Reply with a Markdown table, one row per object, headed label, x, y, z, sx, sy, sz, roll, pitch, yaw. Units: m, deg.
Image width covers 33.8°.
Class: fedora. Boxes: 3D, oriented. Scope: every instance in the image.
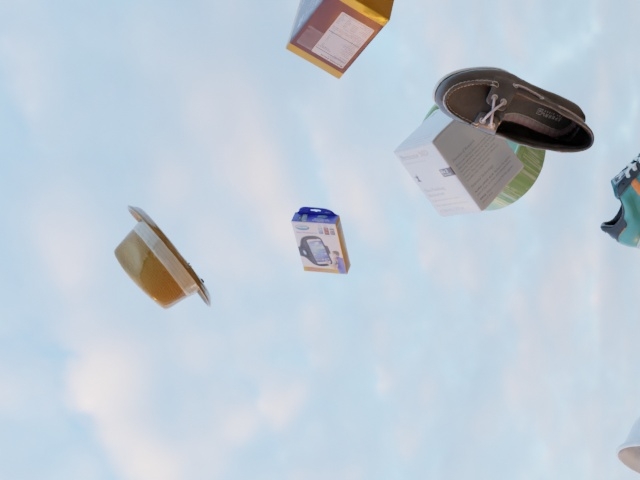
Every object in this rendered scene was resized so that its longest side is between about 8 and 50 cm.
| label | x | y | z | sx | sy | sz | roll | pitch | yaw |
| --- | --- | --- | --- | --- | --- | --- | --- | --- | --- |
| fedora | -0.243 | 0.039 | 1.556 | 0.079 | 0.194 | 0.194 | -39 | -47 | -10 |

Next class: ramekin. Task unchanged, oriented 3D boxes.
| label | x | y | z | sx | sy | sz | roll | pitch | yaw |
| --- | --- | --- | --- | --- | --- | --- | --- | --- | --- |
| ramekin | 0.389 | -0.217 | 2.524 | 0.148 | 0.303 | 0.303 | 25 | -110 | -46 |

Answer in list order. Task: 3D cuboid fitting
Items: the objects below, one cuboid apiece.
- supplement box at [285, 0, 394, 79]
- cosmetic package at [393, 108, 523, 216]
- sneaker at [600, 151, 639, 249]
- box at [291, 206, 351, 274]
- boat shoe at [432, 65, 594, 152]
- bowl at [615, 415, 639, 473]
| label | x | y | z | sx | sy | sz | roll | pitch | yaw |
| --- | --- | --- | --- | --- | --- | --- | --- | --- | --- |
| supplement box | 0.047 | -0.468 | 2.097 | 0.129 | 0.194 | 0.191 | 28 | -131 | -17 |
| cosmetic package | 0.284 | -0.168 | 2.171 | 0.151 | 0.151 | 0.184 | -45 | -74 | -23 |
| sneaker | 0.637 | -0.127 | 2.066 | 0.108 | 0.121 | 0.302 | -42 | -32 | -65 |
| box | 0.000 | 0.000 | 1.791 | 0.136 | 0.081 | 0.028 | 74 | -153 | -43 |
| boat shoe | 0.359 | -0.231 | 1.898 | 0.335 | 0.095 | 0.112 | 10 | -60 | -30 |
| bowl | 0.705 | 0.370 | 1.941 | 0.298 | 0.298 | 0.134 | 46 | -124 | -51 |
